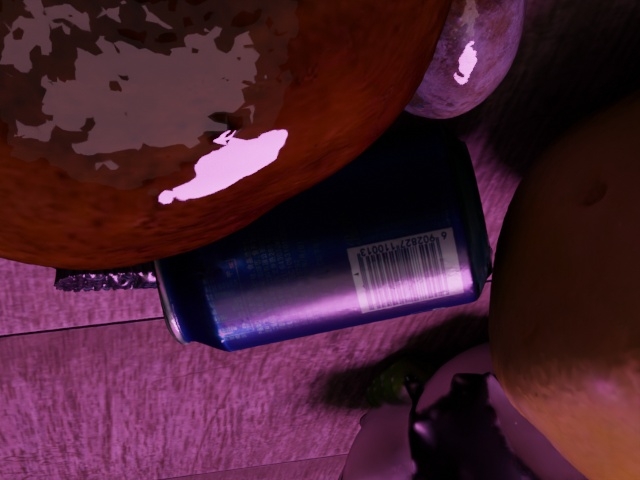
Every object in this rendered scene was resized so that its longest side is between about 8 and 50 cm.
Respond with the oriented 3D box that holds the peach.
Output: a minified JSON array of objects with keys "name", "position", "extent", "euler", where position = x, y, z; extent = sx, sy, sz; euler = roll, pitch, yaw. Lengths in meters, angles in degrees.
[{"name":"peach","position":[0.256,0.041,0.866],"extent":[0.314,0.282,0.315],"euler":[-9,170,-20]}]

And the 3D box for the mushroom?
[{"name":"mushroom","position":[-0.080,-0.093,0.519],"extent":[0.283,0.195,0.263],"euler":[-10,163,-2]}]

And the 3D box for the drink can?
[{"name":"drink can","position":[0.000,0.000,0.867],"extent":[0.204,0.118,0.118],"euler":[-11,157,3]}]

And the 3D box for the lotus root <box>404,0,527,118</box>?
[{"name":"lotus root","position":[0.062,-0.117,0.658],"extent":[0.088,0.088,0.165],"euler":[-7,156,-9]}]

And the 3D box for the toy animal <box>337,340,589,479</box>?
[{"name":"toy animal","position":[0.130,0.201,1.298],"extent":[0.212,0.213,0.266],"euler":[13,151,-44]}]

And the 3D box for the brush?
[{"name":"brush","position":[-0.095,0.016,0.970],"extent":[0.193,0.032,0.043],"euler":[-2,155,-15]}]
